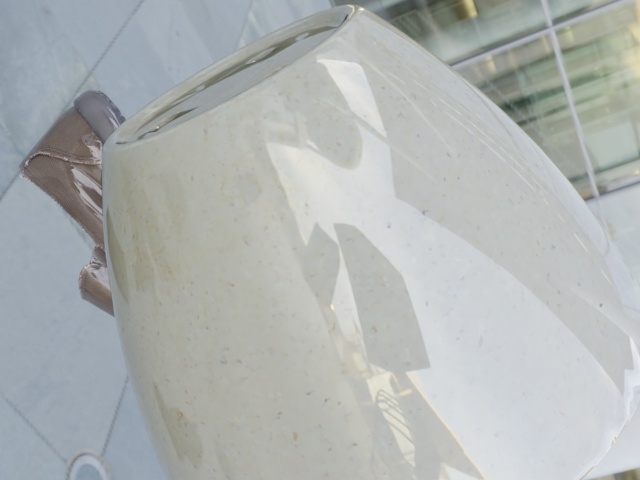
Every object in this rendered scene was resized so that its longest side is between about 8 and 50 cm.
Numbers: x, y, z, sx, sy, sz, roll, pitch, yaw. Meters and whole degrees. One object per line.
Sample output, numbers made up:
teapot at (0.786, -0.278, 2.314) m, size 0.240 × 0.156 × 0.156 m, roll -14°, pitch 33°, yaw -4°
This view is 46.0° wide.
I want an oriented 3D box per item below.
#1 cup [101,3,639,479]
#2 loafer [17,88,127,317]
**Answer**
cup at (0.000, 0.000, 0.472) m, size 0.237 × 0.331 × 0.331 m, roll 60°, pitch 17°, yaw -21°
loafer at (-0.172, 0.033, 0.760) m, size 0.366 × 0.130 × 0.134 m, roll 58°, pitch -6°, yaw 0°
